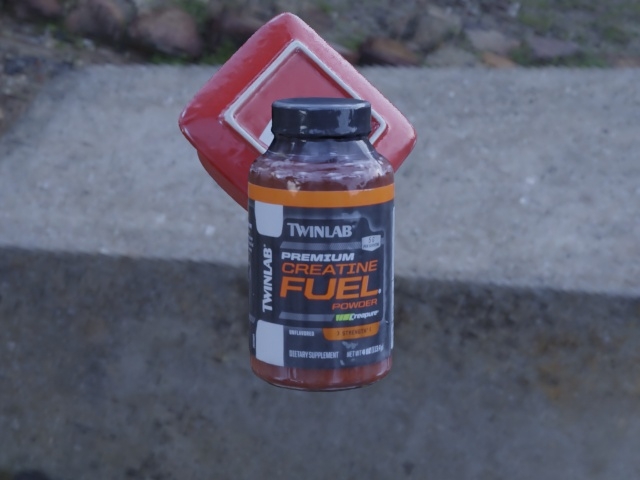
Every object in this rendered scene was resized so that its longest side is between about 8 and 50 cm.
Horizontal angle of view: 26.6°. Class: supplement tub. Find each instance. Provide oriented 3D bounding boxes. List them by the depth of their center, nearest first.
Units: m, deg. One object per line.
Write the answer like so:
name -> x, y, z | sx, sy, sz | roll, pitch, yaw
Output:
supplement tub -> 0.000, 0.000, 0.955 | 0.106, 0.198, 0.106 | -1, 11, 0

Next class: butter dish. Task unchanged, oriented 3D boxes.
butter dish -> -0.031, -0.075, 1.113 | 0.160, 0.118, 0.160 | 42, 59, -5
